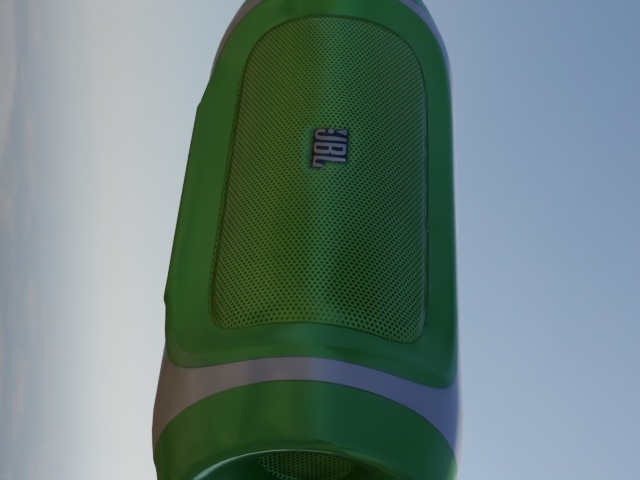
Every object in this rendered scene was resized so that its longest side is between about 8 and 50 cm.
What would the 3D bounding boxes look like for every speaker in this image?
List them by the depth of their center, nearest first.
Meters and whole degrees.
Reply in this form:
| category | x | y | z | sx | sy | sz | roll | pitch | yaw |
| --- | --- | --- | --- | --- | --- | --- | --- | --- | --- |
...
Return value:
| category | x | y | z | sx | sy | sz | roll | pitch | yaw |
| --- | --- | --- | --- | --- | --- | --- | --- | --- | --- |
| speaker | 0.000 | 0.000 | 0.613 | 0.131 | 0.131 | 0.296 | 98 | -3 | -47 |
